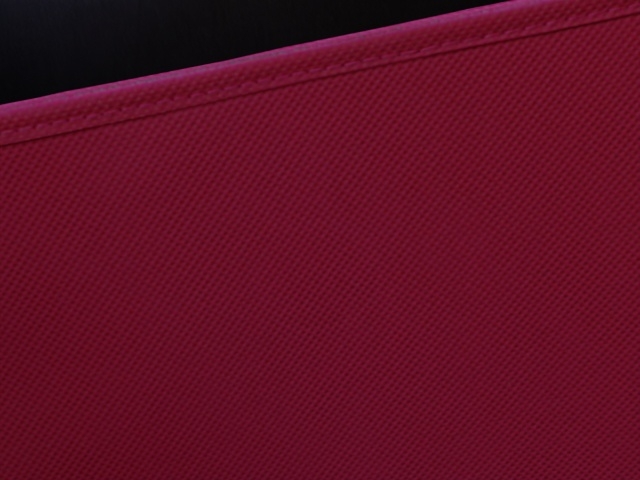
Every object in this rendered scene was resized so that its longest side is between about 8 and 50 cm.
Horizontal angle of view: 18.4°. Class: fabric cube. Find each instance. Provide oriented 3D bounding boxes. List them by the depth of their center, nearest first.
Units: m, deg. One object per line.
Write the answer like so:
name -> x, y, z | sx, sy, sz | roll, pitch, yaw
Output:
fabric cube -> 0.000, 0.000, 0.591 | 0.254, 0.258, 0.259 | -13, 32, 1
